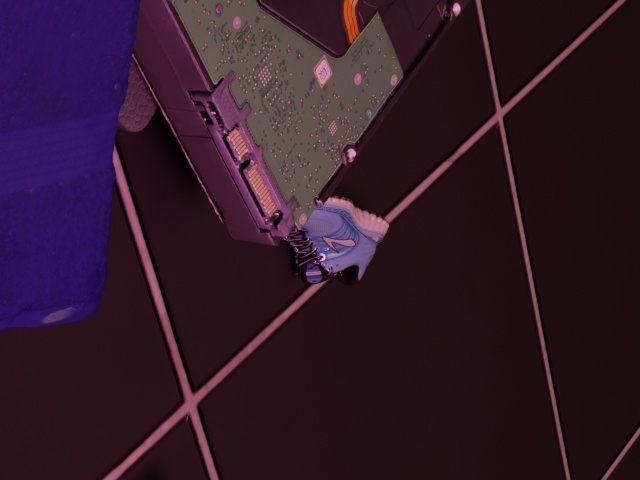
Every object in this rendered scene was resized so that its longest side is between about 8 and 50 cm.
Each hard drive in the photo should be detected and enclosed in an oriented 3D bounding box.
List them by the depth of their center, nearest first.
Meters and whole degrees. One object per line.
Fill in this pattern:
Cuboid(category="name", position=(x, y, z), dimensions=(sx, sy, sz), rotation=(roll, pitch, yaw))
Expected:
Cuboid(category="hard drive", position=(-0.003, -0.193, 1.213), dimensions=(0.339, 0.064, 0.237), rotation=(-56, 136, -33))

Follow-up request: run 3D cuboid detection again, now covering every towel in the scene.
Cuboid(category="towel", position=(-0.210, -0.077, 0.995), dimensions=(0.227, 0.076, 0.308), rotation=(-18, 125, -51))

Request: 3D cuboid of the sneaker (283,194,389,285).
Cuboid(category="sneaker", position=(0.000, 0.000, 1.360), dimensions=(0.162, 0.063, 0.073), rotation=(22, 81, -53))

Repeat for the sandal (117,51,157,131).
Cuboid(category="sandal", position=(-0.183, -0.179, 1.091), dimensions=(0.254, 0.054, 0.097), rotation=(56, 47, -30))
